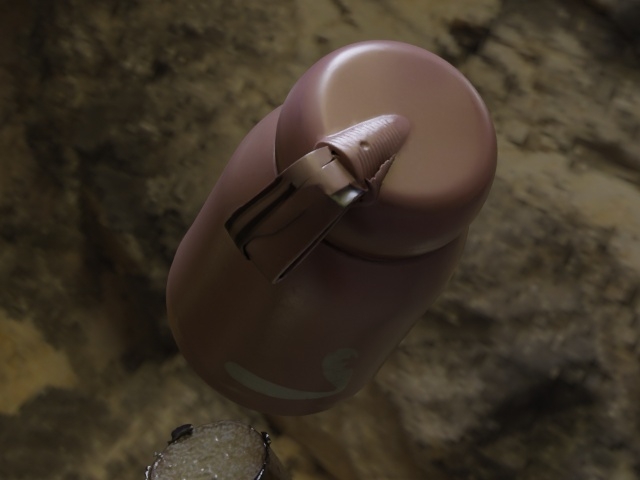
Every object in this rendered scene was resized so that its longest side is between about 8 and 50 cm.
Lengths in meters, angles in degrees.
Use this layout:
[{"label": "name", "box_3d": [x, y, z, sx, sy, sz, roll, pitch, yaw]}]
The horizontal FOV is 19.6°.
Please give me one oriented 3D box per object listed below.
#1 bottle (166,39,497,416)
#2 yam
[{"label": "bottle", "box_3d": [0.000, 0.000, 1.238, 0.206, 0.297, 0.173, -34, -100, -32]}, {"label": "yam", "box_3d": [-0.041, 0.172, 1.102, 0.084, 0.084, 0.127, -40, -55, -16]}]
